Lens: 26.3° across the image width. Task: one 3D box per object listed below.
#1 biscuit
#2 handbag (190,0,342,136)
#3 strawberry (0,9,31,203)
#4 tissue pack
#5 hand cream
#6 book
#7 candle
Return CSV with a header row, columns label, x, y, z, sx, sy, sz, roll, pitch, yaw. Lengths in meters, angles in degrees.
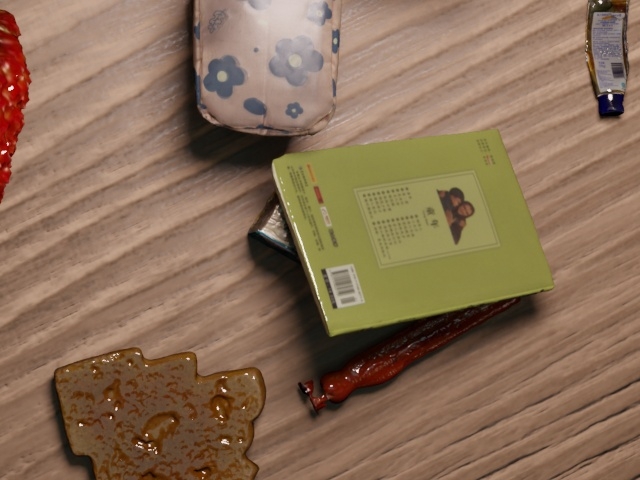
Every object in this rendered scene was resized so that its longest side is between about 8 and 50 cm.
label,x,y,z,sx,sy,sz,roll,pitch,yaw
biscuit,-0.218,0.245,1.816,0.301,0.043,0.278,36,90,-7
handbag,-0.072,-0.259,1.736,0.190,0.193,0.251,1,95,-3
strawberry,-0.504,-0.137,1.659,0.292,0.292,0.343,10,74,-9
tissue pack,0.000,0.000,1.797,0.169,0.120,0.082,30,85,-7
hand cream,0.397,-0.253,1.887,0.062,0.039,0.163,-1,87,-7
book,0.121,-0.016,1.762,0.352,0.035,0.239,-9,72,-29
candle,0.127,0.141,1.861,0.329,0.048,0.051,-28,138,-6
